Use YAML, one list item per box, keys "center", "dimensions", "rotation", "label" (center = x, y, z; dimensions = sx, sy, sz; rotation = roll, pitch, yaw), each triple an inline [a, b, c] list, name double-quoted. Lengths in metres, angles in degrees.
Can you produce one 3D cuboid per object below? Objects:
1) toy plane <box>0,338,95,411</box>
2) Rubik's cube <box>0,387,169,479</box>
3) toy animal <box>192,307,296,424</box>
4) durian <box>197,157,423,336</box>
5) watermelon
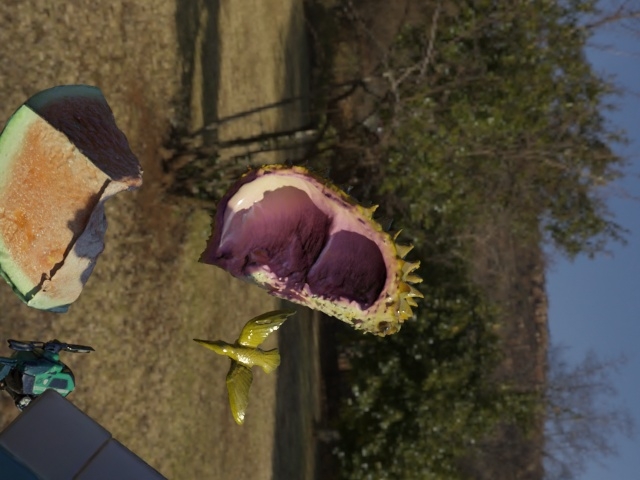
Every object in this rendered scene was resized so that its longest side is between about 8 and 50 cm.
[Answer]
- center: [-0.597, 0.256, 1.737]
  dimensions: [0.106, 0.155, 0.381]
  rotation: [36, -1, 27]
  label: "toy plane"
- center: [-0.361, 0.473, 1.099]
  dimensions: [0.347, 0.344, 0.347]
  rotation: [-48, 173, -46]
  label: "Rubik's cube"
- center: [-0.148, 0.202, 1.505]
  dimensions: [0.095, 0.155, 0.219]
  rotation: [91, 17, -83]
  label: "toy animal"
- center: [0.000, 0.000, 1.167]
  dimensions: [0.112, 0.341, 0.191]
  rotation: [20, 89, -62]
  label: "durian"
- center: [-0.349, -0.053, 1.133]
  dimensions: [0.148, 0.226, 0.319]
  rotation: [2, 98, -58]
  label: "watermelon"
